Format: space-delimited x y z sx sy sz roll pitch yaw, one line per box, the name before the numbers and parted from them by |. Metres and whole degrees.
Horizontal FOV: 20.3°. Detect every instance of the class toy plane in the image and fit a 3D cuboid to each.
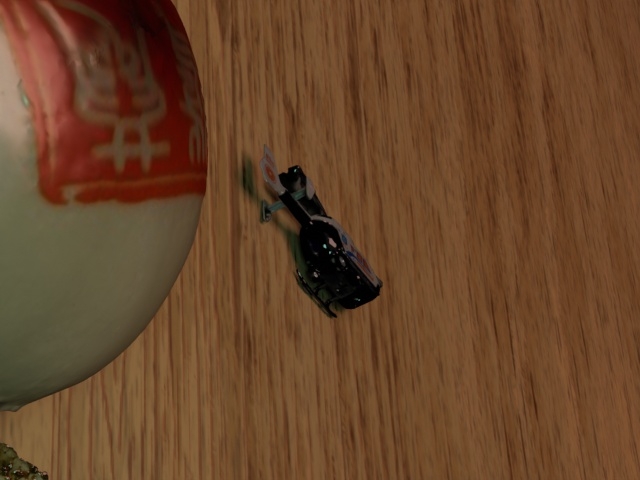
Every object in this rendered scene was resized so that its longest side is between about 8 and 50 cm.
toy plane | 0.000 0.000 1.596 0.197 0.053 0.078 50 23 -31

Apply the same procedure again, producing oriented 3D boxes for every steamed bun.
steamed bun | -0.208 -0.090 1.081 0.374 0.241 0.374 42 33 -36

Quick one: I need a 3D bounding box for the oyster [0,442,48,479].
oyster | -0.209 0.153 1.112 0.132 0.029 0.086 55 23 -15
